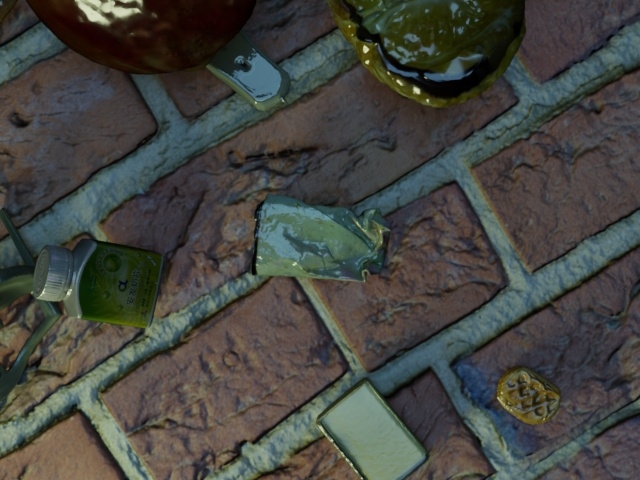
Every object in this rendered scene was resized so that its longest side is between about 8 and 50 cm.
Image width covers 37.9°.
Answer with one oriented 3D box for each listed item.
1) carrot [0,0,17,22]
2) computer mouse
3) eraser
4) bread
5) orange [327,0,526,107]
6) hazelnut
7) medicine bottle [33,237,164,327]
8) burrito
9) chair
[{"bbox_3d":[-0.626,-0.355,1.571,0.263,0.102,0.102,-28,89,-2],"label":"carrot"},{"bbox_3d":[-0.123,-0.292,1.589,0.181,0.056,0.089,40,92,-2],"label":"computer mouse"},{"bbox_3d":[0.087,0.333,1.579,0.117,0.058,0.172,-40,90,-1],"label":"eraser"},{"bbox_3d":[0.354,0.265,1.590,0.110,0.044,0.083,32,93,2],"label":"bread"},{"bbox_3d":[0.158,-0.387,1.516,0.271,0.210,0.369,-37,88,-3],"label":"orange"},{"bbox_3d":[-0.284,-0.445,1.430,0.421,0.353,0.421,11,117,24],"label":"hazelnut"},{"bbox_3d":[-0.365,0.066,1.529,0.188,0.088,0.132,12,89,-31],"label":"medicine bottle"},{"bbox_3d":[0.000,0.000,1.573,0.229,0.089,0.144,7,103,1],"label":"burrito"},{"bbox_3d":[-0.549,0.107,1.517,0.190,0.203,0.275,-39,81,10],"label":"chair"}]
